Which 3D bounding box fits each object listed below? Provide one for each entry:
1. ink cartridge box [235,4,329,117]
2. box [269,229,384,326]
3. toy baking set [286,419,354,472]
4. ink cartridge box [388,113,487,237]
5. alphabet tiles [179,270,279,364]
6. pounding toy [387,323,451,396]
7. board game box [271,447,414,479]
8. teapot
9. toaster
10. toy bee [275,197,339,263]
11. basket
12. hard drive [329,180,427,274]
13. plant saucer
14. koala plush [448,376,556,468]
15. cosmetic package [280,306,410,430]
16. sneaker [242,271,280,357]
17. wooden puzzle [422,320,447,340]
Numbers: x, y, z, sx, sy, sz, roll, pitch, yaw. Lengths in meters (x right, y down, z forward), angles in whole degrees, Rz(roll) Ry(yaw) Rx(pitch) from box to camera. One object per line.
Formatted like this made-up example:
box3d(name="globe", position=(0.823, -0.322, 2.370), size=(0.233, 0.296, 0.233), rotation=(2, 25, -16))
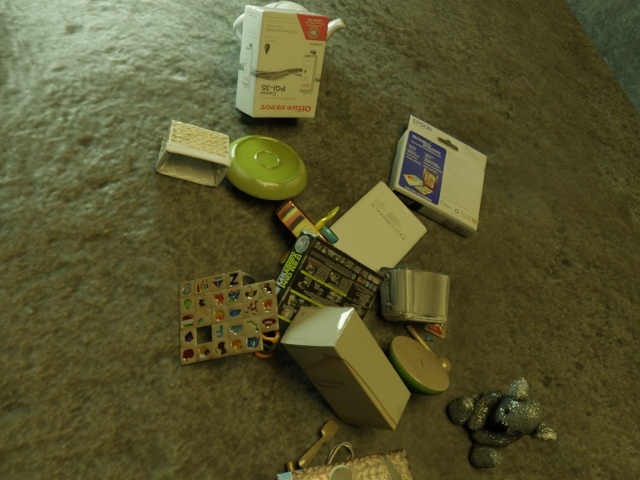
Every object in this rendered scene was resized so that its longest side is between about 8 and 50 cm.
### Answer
box3d(name="ink cartridge box", position=(-0.105, -0.483, 1.860), size=(0.207, 0.282, 0.117), rotation=(-6, 27, -31))
box3d(name="box", position=(0.010, 0.126, 1.630), size=(0.270, 0.060, 0.216), rotation=(31, 86, -40))
box3d(name="toy baking set", position=(0.010, 0.553, 1.555), size=(0.197, 0.030, 0.256), rotation=(-6, 69, -35))
box3d(name="ink cartridge box", position=(0.369, -0.204, 2.124), size=(0.304, 0.072, 0.307), rotation=(26, 54, -14))
box3d(name="alphabet tiles", position=(-0.210, 0.166, 1.541), size=(0.237, 0.009, 0.198), rotation=(-12, 65, 12))
box3d(name="pounding toy", position=(0.233, 0.340, 1.760), size=(0.183, 0.110, 0.237), rotation=(41, 23, 9))
box3d(name="board game box", position=(0.057, 0.588, 1.421), size=(0.291, 0.141, 0.231), rotation=(-6, 62, -20))
box3d(name="teapot", position=(-0.100, -0.606, 1.990), size=(0.253, 0.187, 0.256), rotation=(36, 54, -8))
box3d(name="toaster", position=(0.259, 0.148, 1.828), size=(0.227, 0.129, 0.146), rotation=(10, 79, -35))
box3d(name="toy bee", position=(0.000, 0.000, 1.729), size=(0.299, 0.162, 0.195), rotation=(25, 91, 8))
box3d(name="basket", position=(-0.319, -0.220, 1.714), size=(0.167, 0.113, 0.103), rotation=(12, 58, -24))
box3d(name="hard drive", position=(0.151, -0.014, 1.917), size=(0.203, 0.040, 0.307), rotation=(47, 53, 0))
box3d(name="plant saucer", position=(-0.144, -0.205, 1.808), size=(0.241, 0.037, 0.240), rotation=(12, 45, -12))
box3d(name="koala plush", position=(0.488, 0.452, 1.752), size=(0.203, 0.221, 0.196), rotation=(-17, 75, -35))
box3d(name="cosmetic package", position=(0.063, 0.293, 1.555), size=(0.309, 0.160, 0.113), rotation=(55, 49, -31))
box3d(name="sneaker", position=(-0.147, 0.169, 1.628), size=(0.084, 0.083, 0.214), rotation=(-15, 72, -33))
box3d(name="wooden puzzle", position=(0.323, 0.231, 1.904), size=(0.079, 0.014, 0.116), rotation=(19, 58, -20))
